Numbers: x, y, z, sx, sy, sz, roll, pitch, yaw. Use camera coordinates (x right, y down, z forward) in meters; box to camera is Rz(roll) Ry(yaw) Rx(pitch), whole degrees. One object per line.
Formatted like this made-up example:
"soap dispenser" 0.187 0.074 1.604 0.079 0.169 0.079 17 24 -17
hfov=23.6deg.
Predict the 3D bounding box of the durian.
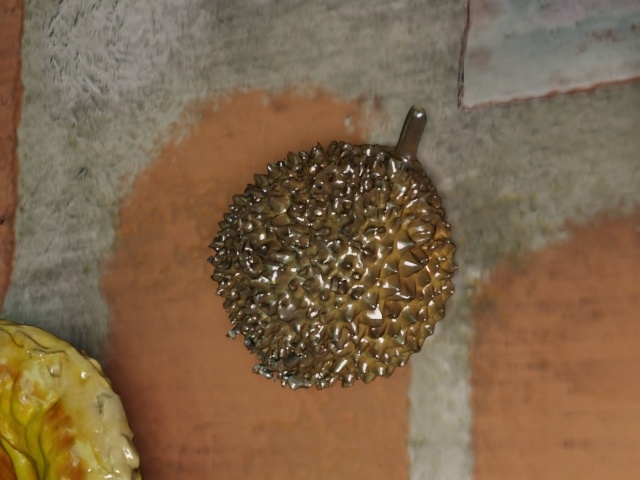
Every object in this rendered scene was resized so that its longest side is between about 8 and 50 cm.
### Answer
"durian" 0.000 0.000 0.872 0.148 0.091 0.188 44 105 33

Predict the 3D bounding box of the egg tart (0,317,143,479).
"egg tart" -0.195 0.188 0.963 0.294 0.116 0.295 -7 78 37
